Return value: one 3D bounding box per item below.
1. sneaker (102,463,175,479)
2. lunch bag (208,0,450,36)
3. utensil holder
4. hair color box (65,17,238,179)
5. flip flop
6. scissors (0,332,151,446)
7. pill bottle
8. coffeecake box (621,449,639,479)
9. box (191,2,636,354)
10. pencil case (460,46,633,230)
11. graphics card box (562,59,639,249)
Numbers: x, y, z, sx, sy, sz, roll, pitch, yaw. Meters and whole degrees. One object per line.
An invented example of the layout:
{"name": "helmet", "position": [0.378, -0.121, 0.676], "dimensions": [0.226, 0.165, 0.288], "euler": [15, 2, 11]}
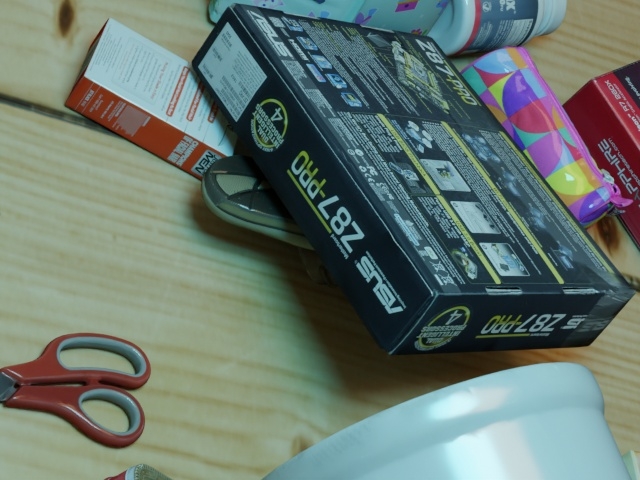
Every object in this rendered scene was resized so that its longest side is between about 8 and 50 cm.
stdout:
{"name": "sneaker", "position": [-0.151, 0.232, 1.577], "dimensions": [0.118, 0.067, 0.042], "euler": [45, 33, -44]}
{"name": "lunch bag", "position": [0.027, -0.310, 1.950], "dimensions": [0.262, 0.223, 0.160], "euler": [-6, 56, -37]}
{"name": "utensil holder", "position": [0.149, 0.343, 1.510], "dimensions": [0.327, 0.327, 0.385], "euler": [-6, 66, -38]}
{"name": "hair color box", "position": [-0.160, -0.138, 1.819], "dimensions": [0.167, 0.053, 0.093], "euler": [29, 46, -13]}
{"name": "flip flop", "position": [0.000, 0.000, 1.811], "dimensions": [0.277, 0.080, 0.112], "euler": [19, 34, -23]}
{"name": "scissors", "position": [-0.280, 0.120, 1.579], "dimensions": [0.297, 0.021, 0.109], "euler": [9, 58, -29]}
{"name": "pill bottle", "position": [0.196, -0.274, 2.125], "dimensions": [0.180, 0.108, 0.108], "euler": [-11, 66, -40]}
{"name": "coffeecake box", "position": [0.383, 0.303, 1.871], "dimensions": [0.185, 0.068, 0.142], "euler": [13, 53, -28]}
{"name": "box", "position": [0.091, -0.063, 1.816], "dimensions": [0.318, 0.097, 0.395], "euler": [-1, 46, -46]}
{"name": "pencil case", "position": [0.248, -0.110, 2.051], "dimensions": [0.104, 0.104, 0.236], "euler": [-21, 72, -42]}
{"name": "graphics card box", "position": [0.480, -0.128, 2.210], "dimensions": [0.371, 0.094, 0.233], "euler": [-22, 74, -39]}
